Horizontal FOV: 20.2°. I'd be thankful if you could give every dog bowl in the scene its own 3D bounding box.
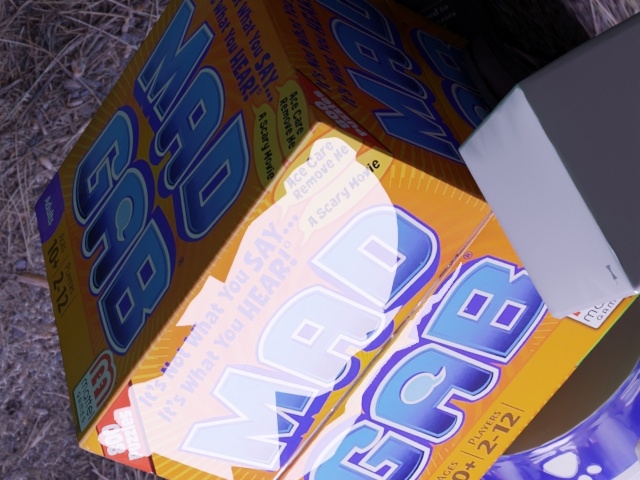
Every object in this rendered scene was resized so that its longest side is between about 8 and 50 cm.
[{"bbox_3d":[0.224,0.131,1.718,0.104,0.265,0.265,49,180,-33],"label":"dog bowl"}]

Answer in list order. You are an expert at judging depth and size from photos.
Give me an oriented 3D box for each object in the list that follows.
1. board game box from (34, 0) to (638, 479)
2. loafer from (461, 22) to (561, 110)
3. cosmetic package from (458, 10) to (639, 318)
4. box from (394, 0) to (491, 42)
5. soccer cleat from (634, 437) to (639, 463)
[{"bbox_3d":[0.000,0.000,1.618,0.356,0.356,0.356,24,-154,-29],"label":"board game box"},{"bbox_3d":[0.231,-0.104,1.563,0.109,0.095,0.302,17,-150,-41],"label":"loafer"},{"bbox_3d":[0.221,-0.069,1.074,0.138,0.224,0.224,59,173,3],"label":"cosmetic package"},{"bbox_3d":[0.060,-0.167,1.950,0.293,0.212,0.395,53,170,50],"label":"box"},{"bbox_3d":[0.306,0.223,1.406,0.143,0.331,0.116,8,139,19],"label":"soccer cleat"}]
